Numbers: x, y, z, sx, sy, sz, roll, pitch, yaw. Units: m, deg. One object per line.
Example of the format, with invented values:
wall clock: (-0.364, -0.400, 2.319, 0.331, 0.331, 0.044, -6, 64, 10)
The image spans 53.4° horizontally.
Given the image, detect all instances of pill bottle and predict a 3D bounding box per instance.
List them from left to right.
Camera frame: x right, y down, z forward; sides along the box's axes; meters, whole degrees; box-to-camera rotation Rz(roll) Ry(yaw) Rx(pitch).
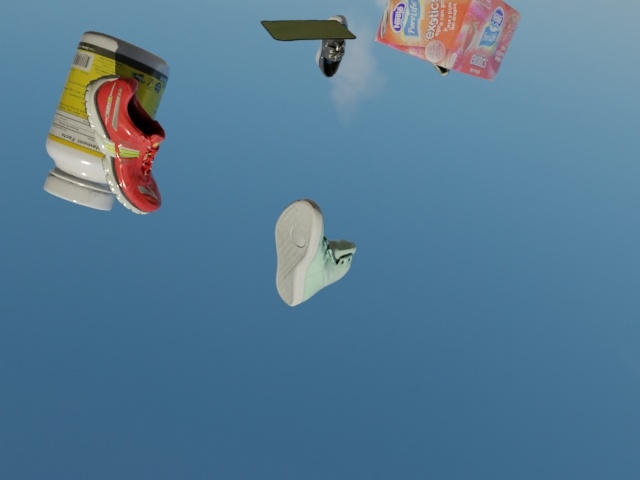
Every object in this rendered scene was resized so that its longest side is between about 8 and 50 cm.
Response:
pill bottle: (-0.450, -0.242, 1.322, 0.188, 0.334, 0.188, 20, -176, -1)

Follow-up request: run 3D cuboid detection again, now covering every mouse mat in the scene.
mouse mat: (-0.029, -0.472, 1.426, 0.189, 0.007, 0.152, -7, -145, -16)

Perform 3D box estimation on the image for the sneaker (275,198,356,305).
sneaker: (0.000, 0.000, 1.167, 0.151, 0.256, 0.094, -27, -122, -30)

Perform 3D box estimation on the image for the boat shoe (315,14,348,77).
boat shoe: (0.033, -0.513, 1.711, 0.080, 0.228, 0.076, -16, -102, -16)

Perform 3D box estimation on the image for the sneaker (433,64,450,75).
sneaker: (0.308, -0.525, 1.710, 0.188, 0.066, 0.071, 42, -142, -41)

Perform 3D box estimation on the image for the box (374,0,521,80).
box: (0.246, -0.400, 1.191, 0.154, 0.142, 0.300, 29, -159, 25)

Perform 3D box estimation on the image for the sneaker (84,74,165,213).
sneaker: (-0.341, -0.170, 1.183, 0.118, 0.279, 0.107, -6, -146, 9)
